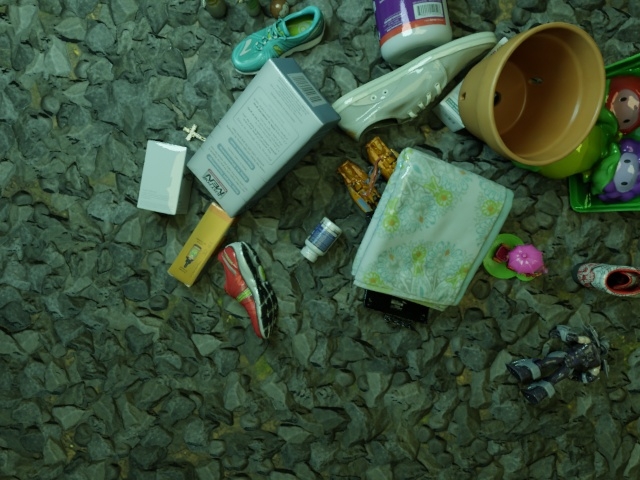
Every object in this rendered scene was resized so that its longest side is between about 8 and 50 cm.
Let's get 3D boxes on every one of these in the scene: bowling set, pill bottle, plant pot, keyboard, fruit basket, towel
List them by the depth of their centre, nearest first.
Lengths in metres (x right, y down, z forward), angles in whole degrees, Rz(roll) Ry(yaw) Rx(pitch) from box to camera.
[{"bbox_3d":[0.464,-0.335,0.983,0.291,0.203,0.290,-5,109,-14],"label":"plant pot"},{"bbox_3d":[0.220,-0.634,1.063,0.182,0.181,0.322,-10,93,1],"label":"pill bottle"},{"bbox_3d":[0.701,-0.253,1.064,0.392,0.283,0.392,-1,92,-18],"label":"fruit basket"},{"bbox_3d":[-0.161,-0.678,1.073,0.200,0.154,0.287,30,94,-2],"label":"bowling set"},{"bbox_3d":[0.284,-0.010,1.081,0.321,0.090,0.374,17,106,-19],"label":"towel"},{"bbox_3d":[0.000,0.000,1.161,0.067,0.067,0.120,39,93,-2],"label":"pill bottle"},{"bbox_3d":[0.212,0.195,1.199,0.192,0.038,0.100,16,70,0],"label":"keyboard"}]

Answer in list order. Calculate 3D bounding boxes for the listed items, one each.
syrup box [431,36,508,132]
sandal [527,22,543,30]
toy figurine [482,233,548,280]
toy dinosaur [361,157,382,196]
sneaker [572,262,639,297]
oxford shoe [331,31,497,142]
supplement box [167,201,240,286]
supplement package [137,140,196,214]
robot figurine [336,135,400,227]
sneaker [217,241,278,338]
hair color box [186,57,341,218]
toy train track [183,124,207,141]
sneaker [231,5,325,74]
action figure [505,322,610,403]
[{"bbox_3d":[0.421,-0.411,1.120,0.093,0.096,0.237,44,94,-5],"label":"syrup box"},{"bbox_3d":[0.637,-0.520,1.140,0.179,0.040,0.067,44,93,-3],"label":"sandal"},{"bbox_3d":[0.544,0.061,1.120,0.173,0.159,0.130,31,93,-3],"label":"toy figurine"},{"bbox_3d":[0.127,-0.154,1.070,0.047,0.090,0.082,13,62,15],"label":"toy dinosaur"},{"bbox_3d":[0.849,0.115,1.130,0.270,0.145,0.090,8,94,-1],"label":"sneaker"},{"bbox_3d":[0.244,-0.389,1.090,0.449,0.169,0.130,-26,90,9],"label":"oxford shoe"},{"bbox_3d":[-0.320,0.010,1.158,0.078,0.080,0.233,34,92,-1],"label":"supplement box"},{"bbox_3d":[-0.410,-0.166,1.132,0.105,0.105,0.179,11,94,0],"label":"supplement package"},{"bbox_3d":[0.188,-0.125,1.144,0.211,0.085,0.291,-40,93,3],"label":"robot figurine"},{"bbox_3d":[-0.206,0.142,1.171,0.118,0.107,0.279,-18,91,20],"label":"sneaker"},{"bbox_3d":[-0.150,-0.240,1.036,0.374,0.113,0.185,-38,92,33],"label":"hair color box"},{"bbox_3d":[-0.343,-0.291,1.170,0.083,0.014,0.048,29,86,-7],"label":"toy train track"},{"bbox_3d":[-0.117,-0.538,1.105,0.275,0.110,0.107,-28,93,2],"label":"sneaker"},{"bbox_3d":[0.683,0.338,1.174,0.285,0.099,0.185,-25,86,-2],"label":"action figure"}]
